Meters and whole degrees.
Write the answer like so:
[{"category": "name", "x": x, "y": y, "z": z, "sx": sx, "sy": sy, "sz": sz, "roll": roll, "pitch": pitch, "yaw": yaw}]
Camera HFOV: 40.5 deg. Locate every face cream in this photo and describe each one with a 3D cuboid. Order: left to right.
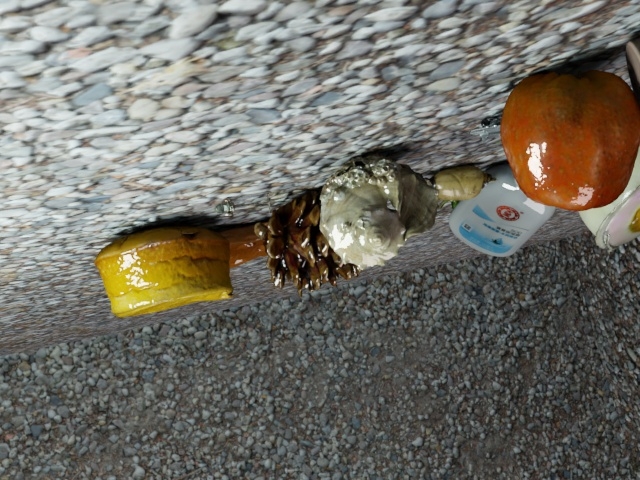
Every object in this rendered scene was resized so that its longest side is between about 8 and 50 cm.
[{"category": "face cream", "x": 0.378, "y": -0.078, "z": 1.708, "sx": 0.163, "sy": 0.080, "sz": 0.336, "roll": 27, "pitch": 152, "yaw": -1}]

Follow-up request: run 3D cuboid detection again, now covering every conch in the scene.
[{"category": "conch", "x": 0.085, "y": -0.057, "z": 1.331, "sx": 0.178, "sy": 0.163, "sz": 0.245, "roll": 3, "pitch": -160, "yaw": -7}]

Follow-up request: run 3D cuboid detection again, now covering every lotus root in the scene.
[{"category": "lotus root", "x": 0.257, "y": -0.105, "z": 1.602, "sx": 0.152, "sy": 0.063, "sz": 0.072, "roll": -8, "pitch": 162, "yaw": -14}]

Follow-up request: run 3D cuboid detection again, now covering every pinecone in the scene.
[{"category": "pinecone", "x": 0.000, "y": -0.002, "z": 1.482, "sx": 0.212, "sy": 0.168, "sz": 0.185, "roll": -16, "pitch": -164, "yaw": 6}]

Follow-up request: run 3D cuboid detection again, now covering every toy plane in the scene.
[{"category": "toy plane", "x": 0.256, "y": -0.166, "z": 1.258, "sx": 0.078, "sy": 0.031, "sz": 0.083, "roll": -9, "pitch": 172, "yaw": -31}]

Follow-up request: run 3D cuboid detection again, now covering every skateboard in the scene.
[{"category": "skateboard", "x": -0.126, "y": -0.056, "z": 1.415, "sx": 0.083, "sy": 0.032, "sz": 0.064, "roll": -8, "pitch": -179, "yaw": -26}]

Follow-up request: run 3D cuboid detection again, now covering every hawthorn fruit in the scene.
[{"category": "hawthorn fruit", "x": 0.317, "y": -0.126, "z": 1.088, "sx": 0.189, "sy": 0.189, "sz": 0.189, "roll": -13, "pitch": 173, "yaw": -2}]

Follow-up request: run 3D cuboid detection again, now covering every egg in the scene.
[{"category": "egg", "x": 0.605, "y": -0.134, "z": 1.661, "sx": 0.264, "sy": 0.174, "sz": 0.286, "roll": 0, "pitch": 139, "yaw": -49}]

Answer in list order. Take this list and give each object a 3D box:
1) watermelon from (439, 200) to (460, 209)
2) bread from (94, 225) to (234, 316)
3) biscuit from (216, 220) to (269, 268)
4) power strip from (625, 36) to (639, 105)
[{"category": "watermelon", "x": 0.396, "y": -0.061, "z": 1.938, "sx": 0.232, "sy": 0.127, "sz": 0.204, "roll": -5, "pitch": 173, "yaw": -20}, {"category": "bread", "x": -0.264, "y": 0.049, "z": 1.496, "sx": 0.195, "sy": 0.142, "sz": 0.270, "roll": -15, "pitch": 175, "yaw": 26}, {"category": "biscuit", "x": -0.116, "y": -0.004, "z": 1.748, "sx": 0.306, "sy": 0.043, "sz": 0.284, "roll": -15, "pitch": 170, "yaw": -8}, {"category": "power strip", "x": 0.419, "y": -0.173, "z": 1.021, "sx": 0.078, "sy": 0.154, "sz": 0.154, "roll": -17, "pitch": 172, "yaw": 13}]
